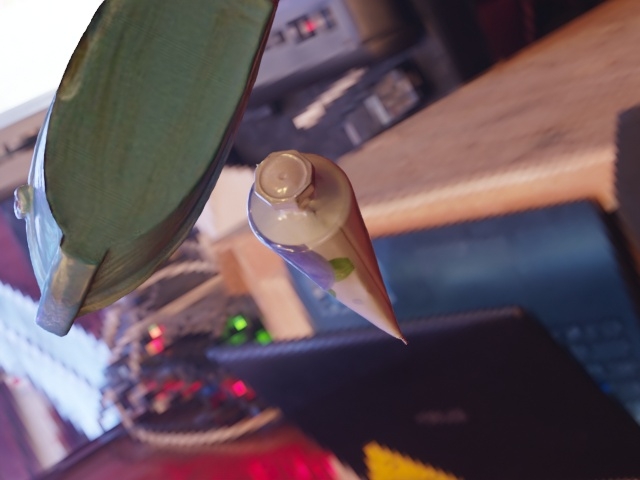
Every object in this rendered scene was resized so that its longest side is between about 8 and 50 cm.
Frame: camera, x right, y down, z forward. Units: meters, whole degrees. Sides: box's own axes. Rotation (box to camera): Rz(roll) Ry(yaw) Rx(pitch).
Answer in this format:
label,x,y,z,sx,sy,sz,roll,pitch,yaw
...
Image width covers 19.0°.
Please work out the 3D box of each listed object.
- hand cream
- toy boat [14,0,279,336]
label,x,y,z,sx,sy,sz,roll,pitch,yaw
hand cream,0.000,0.000,0.960,0.084,0.053,0.142,47,173,29
toy boat,-0.089,-0.053,0.940,0.088,0.215,0.102,24,164,-7
